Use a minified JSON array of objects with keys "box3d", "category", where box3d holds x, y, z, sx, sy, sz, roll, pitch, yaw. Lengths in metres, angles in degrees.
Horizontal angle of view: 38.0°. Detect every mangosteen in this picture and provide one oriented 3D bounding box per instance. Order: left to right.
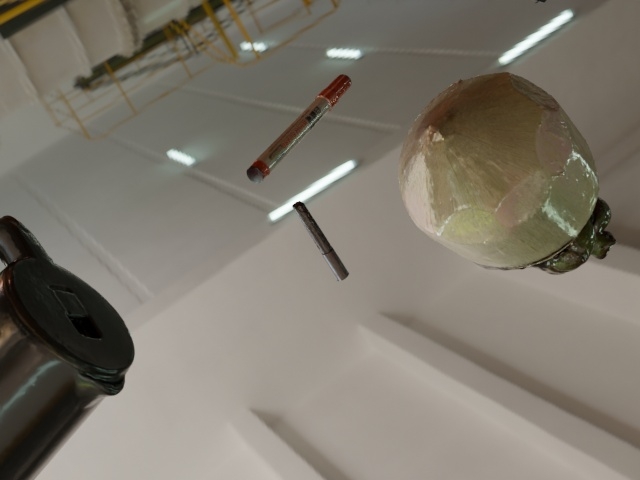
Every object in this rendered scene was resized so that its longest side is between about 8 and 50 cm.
[{"box3d":[0.352,-0.062,1.535,0.287,0.233,0.287,6,-175,-1],"category":"mangosteen"}]

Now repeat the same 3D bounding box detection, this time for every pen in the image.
[{"box3d":[-0.024,-0.152,1.229,0.028,0.028,0.239,-6,-147,41],"category":"pen"}]

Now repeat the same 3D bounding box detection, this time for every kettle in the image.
[{"box3d":[-0.381,0.166,1.073,0.308,0.203,0.262,-46,-145,12],"category":"kettle"}]

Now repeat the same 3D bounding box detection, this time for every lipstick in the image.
[{"box3d":[0.000,0.000,1.713,0.027,0.176,0.027,-27,-157,12],"category":"lipstick"}]

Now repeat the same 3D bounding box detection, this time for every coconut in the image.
[{"box3d":[0.196,-0.084,1.053,0.224,0.234,0.224,-23,-133,27],"category":"coconut"}]

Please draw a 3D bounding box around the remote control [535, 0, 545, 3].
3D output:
[{"box3d":[0.279,-0.356,1.323,0.034,0.091,0.016,122,-16,-78],"category":"remote control"}]
